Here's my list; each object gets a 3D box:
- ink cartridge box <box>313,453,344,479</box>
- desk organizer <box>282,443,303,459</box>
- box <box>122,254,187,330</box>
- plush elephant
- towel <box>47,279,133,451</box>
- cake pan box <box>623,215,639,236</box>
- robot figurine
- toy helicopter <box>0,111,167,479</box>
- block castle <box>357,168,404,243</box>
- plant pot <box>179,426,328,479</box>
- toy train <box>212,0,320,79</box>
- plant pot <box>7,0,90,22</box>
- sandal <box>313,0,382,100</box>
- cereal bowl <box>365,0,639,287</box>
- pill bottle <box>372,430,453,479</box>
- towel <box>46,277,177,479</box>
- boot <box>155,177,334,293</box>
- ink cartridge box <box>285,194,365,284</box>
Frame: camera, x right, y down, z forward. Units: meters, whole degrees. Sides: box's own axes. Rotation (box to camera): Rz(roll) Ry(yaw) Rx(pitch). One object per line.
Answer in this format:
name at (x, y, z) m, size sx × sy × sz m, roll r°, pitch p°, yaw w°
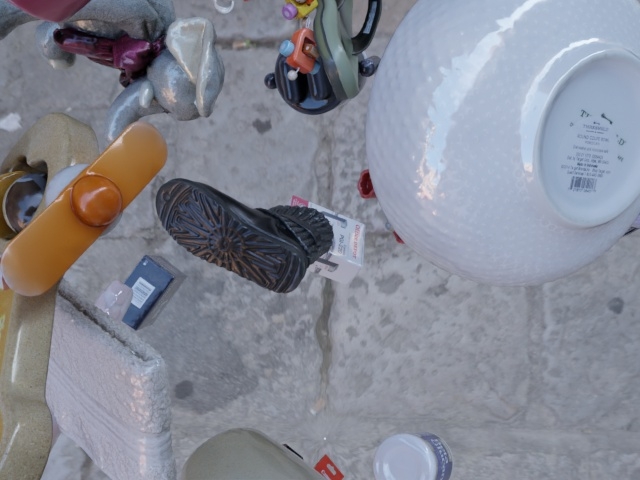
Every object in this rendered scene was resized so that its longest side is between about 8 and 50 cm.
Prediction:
ink cartridge box at (-0.007, 0.405, 1.090) m, size 0.115 × 0.029 × 0.063 m, roll -45°, pitch 115°, yaw -23°
desk organizer at (-0.050, 0.434, 1.290) m, size 0.050 × 0.130 × 0.047 m, roll -12°, pitch 111°, yaw -7°
box at (-0.411, 0.122, 1.644) m, size 0.093 × 0.158 × 0.156 m, roll 36°, pitch 89°, yaw 0°
plush elephant at (-0.247, -0.253, 0.942) m, size 0.330 × 0.272 × 0.255 m, roll -28°, pitch 94°, yaw -1°
towel at (-0.398, 0.248, 0.995) m, size 0.053 × 0.317 × 0.331 m, roll 30°, pitch 52°, yaw -15°
cake pan box at (0.335, -0.131, 0.874) m, size 0.070 × 0.246 × 0.266 m, roll 6°, pitch 81°, yaw -43°
robot figurine at (0.005, -0.368, 1.513) m, size 0.209 × 0.278 × 0.173 m, roll 34°, pitch 117°, yaw 6°
toy helicopter at (-0.236, 0.035, 0.576) m, size 0.235 × 0.140 × 0.355 m, roll -29°, pitch 52°, yaw 27°
block castle at (0.279, -0.234, 1.788) m, size 0.213 × 0.453 × 0.303 m, roll 4°, pitch 36°, yaw -33°
plant pot at (-0.060, 0.361, 0.810) m, size 0.256 × 0.256 × 0.274 m, roll -34°, pitch 44°, yaw -9°
toy train at (-0.046, -0.282, 0.841) m, size 0.166 × 0.046 × 0.125 m, roll 29°, pitch 70°, yaw -38°
plant pot at (-0.216, -0.310, 0.546) m, size 0.180 × 0.201 × 0.201 m, roll -37°, pitch 76°, yaw 12°
sandal at (0.043, -0.308, 0.923) m, size 0.086 × 0.120 × 0.302 m, roll -17°, pitch 54°, yaw 18°
cereal bowl at (0.223, -0.106, 0.675) m, size 0.339 × 0.141 × 0.338 m, roll -7°, pitch 106°, yaw -26°
pill bottle at (0.150, 0.341, 1.054) m, size 0.094 × 0.169 × 0.094 m, roll -6°, pitch 75°, yaw 23°
towel at (-0.252, 0.149, 0.748) m, size 0.282 × 0.187 × 0.049 m, roll 24°, pitch 34°, yaw 38°
boot at (-0.149, -0.036, 1.439) m, size 0.348 × 0.260 × 0.131 m, roll 34°, pitch 115°, yaw -1°
ink cartridge box at (0.000, 0.000, 1.758) m, size 0.218 × 0.092 × 0.158 m, roll 23°, pitch 44°, yaw -16°
